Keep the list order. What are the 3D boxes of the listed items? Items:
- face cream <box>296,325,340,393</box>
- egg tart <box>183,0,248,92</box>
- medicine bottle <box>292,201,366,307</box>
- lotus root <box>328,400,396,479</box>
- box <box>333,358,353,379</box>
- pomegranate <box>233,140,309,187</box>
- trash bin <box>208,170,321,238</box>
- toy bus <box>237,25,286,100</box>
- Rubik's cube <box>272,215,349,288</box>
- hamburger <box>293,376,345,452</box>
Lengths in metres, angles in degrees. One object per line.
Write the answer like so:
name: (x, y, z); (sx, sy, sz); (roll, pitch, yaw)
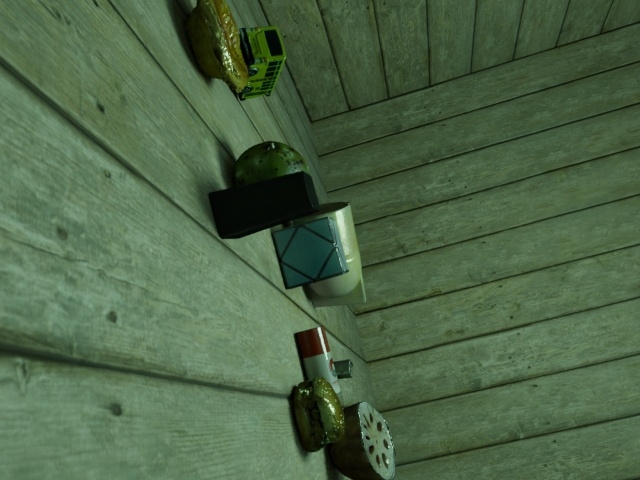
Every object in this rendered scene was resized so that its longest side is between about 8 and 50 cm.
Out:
face cream: (-0.008, 0.388, 1.646); (0.096, 0.096, 0.214); (36, 39, -78)
egg tart: (-0.288, -0.542, 1.407); (0.295, 0.116, 0.294); (-17, 90, -85)
medicine bottle: (0.038, 0.068, 2.027); (0.236, 0.236, 0.406); (-75, 154, -76)
lotus root: (0.117, 0.665, 1.690); (0.272, 0.192, 0.272); (53, 26, -41)
box: (0.092, 0.538, 2.141); (0.060, 0.085, 0.063); (67, 16, -48)
pomegranate: (-0.142, -0.160, 1.449); (0.211, 0.211, 0.263); (-97, -167, -50)
trash bin: (-0.127, -0.089, 1.238); (0.165, 0.226, 0.115); (-3, 77, -82)
toy bus: (-0.204, -0.565, 1.660); (0.262, 0.150, 0.128); (146, -71, -72)
Rubik's cube: (-0.029, 0.042, 1.779); (0.207, 0.205, 0.205); (10, 64, -81)
hamburger: (0.002, 0.479, 1.443); (0.215, 0.122, 0.189); (50, 23, -78)
